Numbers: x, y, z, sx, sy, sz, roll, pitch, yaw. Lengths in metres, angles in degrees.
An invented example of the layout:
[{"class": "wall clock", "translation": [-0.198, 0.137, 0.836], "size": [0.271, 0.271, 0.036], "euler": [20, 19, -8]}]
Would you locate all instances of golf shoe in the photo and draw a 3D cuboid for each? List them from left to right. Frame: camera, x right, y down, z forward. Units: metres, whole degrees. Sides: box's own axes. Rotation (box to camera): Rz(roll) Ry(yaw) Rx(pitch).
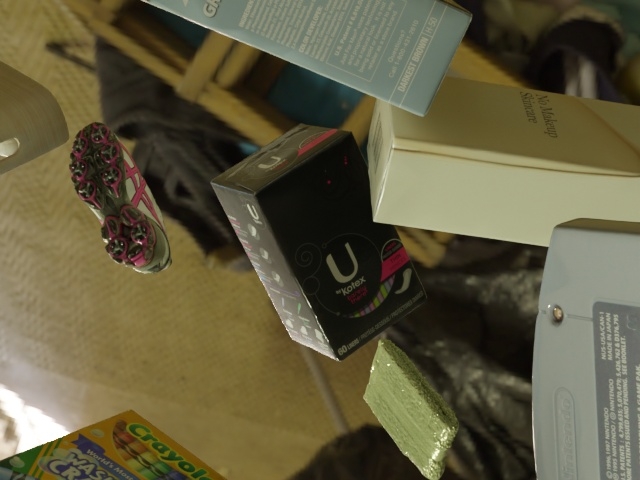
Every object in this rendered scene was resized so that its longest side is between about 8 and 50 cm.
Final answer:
[{"class": "golf shoe", "translation": [-0.221, -0.044, 1.412], "size": [0.067, 0.186, 0.086], "euler": [-28, 161, 11]}]

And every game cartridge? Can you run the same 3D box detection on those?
[{"class": "game cartridge", "translation": [0.217, 0.134, 0.792], "size": [0.060, 0.294, 0.196], "euler": [-11, -169, -38]}]

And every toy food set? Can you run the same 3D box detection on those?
[{"class": "toy food set", "translation": [-0.503, -0.160, 1.630], "size": [0.306, 0.220, 0.092], "euler": [29, 134, 31]}]

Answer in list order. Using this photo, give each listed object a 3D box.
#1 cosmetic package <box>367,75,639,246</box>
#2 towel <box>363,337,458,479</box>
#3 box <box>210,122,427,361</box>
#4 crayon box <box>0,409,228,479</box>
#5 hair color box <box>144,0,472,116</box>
[{"class": "cosmetic package", "translation": [0.212, -0.083, 1.369], "size": [0.309, 0.160, 0.113], "euler": [7, 125, -7]}, {"class": "towel", "translation": [0.102, 0.191, 1.451], "size": [0.027, 0.148, 0.110], "euler": [-18, 139, -29]}, {"class": "box", "translation": [0.000, 0.000, 1.718], "size": [0.143, 0.165, 0.270], "euler": [17, 138, 60]}, {"class": "crayon box", "translation": [-0.233, 0.311, 1.520], "size": [0.203, 0.083, 0.323], "euler": [32, -159, 22]}, {"class": "hair color box", "translation": [-0.059, -0.257, 1.224], "size": [0.374, 0.113, 0.185], "euler": [20, -164, -14]}]
